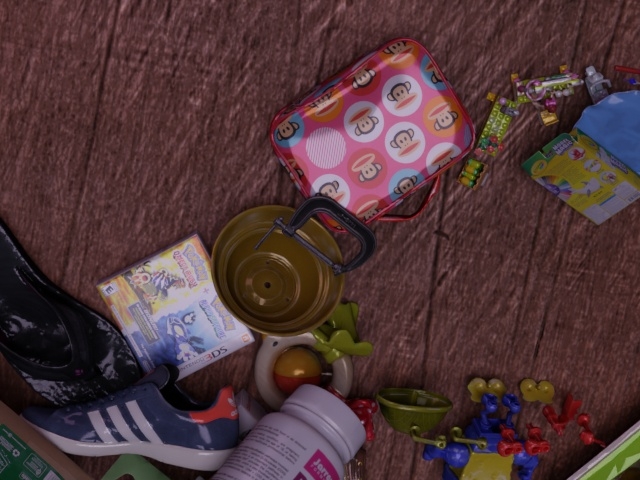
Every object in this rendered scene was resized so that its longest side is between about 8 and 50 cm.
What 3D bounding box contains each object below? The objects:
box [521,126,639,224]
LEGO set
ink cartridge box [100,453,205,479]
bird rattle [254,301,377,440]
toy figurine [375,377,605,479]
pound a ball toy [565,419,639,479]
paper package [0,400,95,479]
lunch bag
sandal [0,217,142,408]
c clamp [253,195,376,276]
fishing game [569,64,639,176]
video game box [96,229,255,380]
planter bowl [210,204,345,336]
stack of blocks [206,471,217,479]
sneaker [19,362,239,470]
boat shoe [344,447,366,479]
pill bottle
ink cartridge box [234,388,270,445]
[{"bbox_3d":[0.417,-0.106,1.812,0.179,0.043,0.105,32,131,-23],"label":"box"},{"bbox_3d":[0.327,-0.193,1.799,0.287,0.107,0.132,-32,101,2],"label":"LEGO set"},{"bbox_3d":[-0.233,0.427,1.757,0.235,0.171,0.056,42,122,-3],"label":"ink cartridge box"},{"bbox_3d":[-0.005,0.222,1.869,0.207,0.143,0.253,4,113,7],"label":"bird rattle"},{"bbox_3d":[0.255,0.365,1.851,0.363,0.191,0.217,3,115,-20],"label":"toy figurine"},{"bbox_3d":[0.529,0.448,1.894,0.319,0.136,0.208,-41,64,4],"label":"pound a ball toy"},{"bbox_3d":[-0.568,0.368,1.742,0.325,0.168,0.309,44,133,-9],"label":"paper package"},{"bbox_3d":[0.091,-0.151,1.785,0.293,0.120,0.258,-33,101,2],"label":"lunch bag"},{"bbox_3d":[-0.468,0.125,1.803,0.167,0.107,0.446,-42,102,6],"label":"sandal"},{"bbox_3d":[0.000,0.000,1.764,0.161,0.022,0.137,33,109,-11],"label":"c clamp"},{"bbox_3d":[0.488,-0.167,1.799,0.189,0.041,0.264,9,134,-5],"label":"fishing game"},{"bbox_3d":[-0.233,0.116,1.849,0.187,0.048,0.205,-28,101,-1],"label":"video game box"},{"bbox_3d":[-0.076,0.060,1.809,0.217,0.090,0.217,5,69,-14],"label":"planter bowl"},{"bbox_3d":[-0.107,0.530,1.908,0.171,0.087,0.297,-36,100,3],"label":"stack of blocks"},{"bbox_3d":[-0.295,0.260,1.781,0.350,0.131,0.148,6,94,2],"label":"sneaker"},{"bbox_3d":[0.066,0.434,1.915,0.060,0.064,0.177,-11,98,0],"label":"boat shoe"},{"bbox_3d":[-0.065,0.362,1.706,0.160,0.160,0.283,47,61,-10],"label":"pill bottle"},{"bbox_3d":[-0.101,0.319,1.866,0.056,0.099,0.135,-44,98,6],"label":"ink cartridge box"}]
